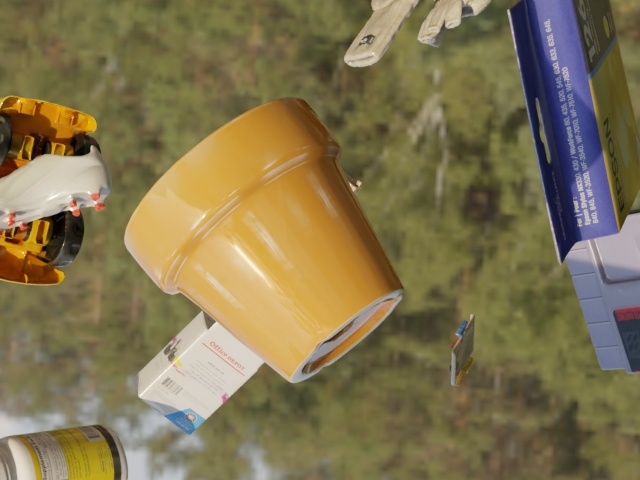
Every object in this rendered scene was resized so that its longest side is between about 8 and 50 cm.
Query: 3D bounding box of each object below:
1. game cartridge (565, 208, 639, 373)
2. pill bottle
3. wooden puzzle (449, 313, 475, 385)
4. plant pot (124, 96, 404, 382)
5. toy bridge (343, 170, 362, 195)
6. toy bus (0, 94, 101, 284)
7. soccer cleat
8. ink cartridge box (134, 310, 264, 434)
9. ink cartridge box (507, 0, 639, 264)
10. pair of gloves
[{"bbox_3d":[0.484,0.064,2.029,0.068,0.230,0.355,-17,-178,-35],"label":"game cartridge"},{"bbox_3d":[-0.373,0.314,2.003,0.208,0.119,0.119,-3,-177,-40],"label":"pill bottle"},{"bbox_3d":[0.177,0.137,1.886,0.014,0.116,0.078,17,-136,18],"label":"wooden puzzle"},{"bbox_3d":[-0.033,0.012,1.304,0.205,0.188,0.205,-37,166,-11],"label":"plant pot"},{"bbox_3d":[0.000,0.000,1.898,0.063,0.188,0.026,40,-160,16],"label":"toy bridge"},{"bbox_3d":[-0.386,-0.070,1.871,0.149,0.220,0.211,13,-178,-30],"label":"toy bus"},{"bbox_3d":[-0.337,-0.056,1.715,0.196,0.076,0.068,-13,156,-9],"label":"soccer cleat"},{"bbox_3d":[-0.165,0.177,2.152,0.104,0.181,0.061,41,-169,-26],"label":"ink cartridge box"},{"bbox_3d":[0.311,-0.167,1.780,0.072,0.303,0.307,-8,-162,21],"label":"ink cartridge box"},{"bbox_3d":[0.132,-0.285,1.627,0.042,0.204,0.240,33,159,-23],"label":"pair of gloves"}]
